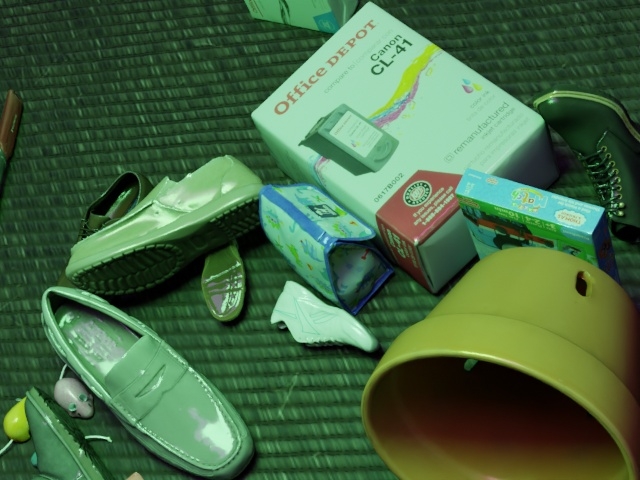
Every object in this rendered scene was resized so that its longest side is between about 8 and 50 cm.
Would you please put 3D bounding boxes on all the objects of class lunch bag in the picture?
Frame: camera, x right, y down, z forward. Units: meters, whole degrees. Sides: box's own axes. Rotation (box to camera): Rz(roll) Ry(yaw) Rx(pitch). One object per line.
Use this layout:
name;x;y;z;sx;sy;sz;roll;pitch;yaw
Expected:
lunch bag;0.000;0.000;1.774;0.129;0.151;0.096;38;87;33

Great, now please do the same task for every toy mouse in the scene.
toy mouse;-0.317;0.219;1.822;0.143;0.031;0.161;16;66;26

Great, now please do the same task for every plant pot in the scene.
plant pot;0.211;0.144;1.565;0.290;0.291;0.203;9;47;23

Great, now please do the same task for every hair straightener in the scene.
hair straightener;-0.467;-0.100;2.063;0.089;0.047;0.231;-5;63;15

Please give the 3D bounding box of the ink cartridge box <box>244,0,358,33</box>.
ink cartridge box;-0.050;-0.343;2.030;0.180;0.104;0.060;15;67;26

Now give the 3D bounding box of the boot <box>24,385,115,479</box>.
boot;-0.355;0.300;1.747;0.208;0.076;0.190;-37;74;1

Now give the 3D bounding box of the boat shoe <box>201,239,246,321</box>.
boat shoe;-0.120;0.034;1.867;0.056;0.048;0.153;-19;62;7

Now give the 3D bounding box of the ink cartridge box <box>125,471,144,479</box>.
ink cartridge box;-0.242;0.372;1.685;0.198;0.067;0.115;-39;56;-9

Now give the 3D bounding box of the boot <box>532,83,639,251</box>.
boot;0.319;-0.083;1.707;0.077;0.197;0.137;-25;51;46

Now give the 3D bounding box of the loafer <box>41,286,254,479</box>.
loafer;-0.211;0.164;1.760;0.319;0.111;0.112;34;78;22

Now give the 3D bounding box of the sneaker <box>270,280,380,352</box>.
sneaker;0.005;0.104;1.780;0.152;0.053;0.061;27;80;36

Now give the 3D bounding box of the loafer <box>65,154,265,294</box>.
loafer;-0.188;-0.019;1.837;0.268;0.102;0.092;-23;58;0

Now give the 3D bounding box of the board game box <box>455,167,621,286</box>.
board game box;0.245;0.010;1.656;0.160;0.211;0.039;18;68;27

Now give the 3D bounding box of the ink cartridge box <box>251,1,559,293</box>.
ink cartridge box;0.101;-0.117;1.830;0.226;0.131;0.306;-44;58;-10

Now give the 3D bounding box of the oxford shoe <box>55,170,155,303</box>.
oxford shoe;-0.285;0.007;1.902;0.082;0.096;0.227;17;68;24
